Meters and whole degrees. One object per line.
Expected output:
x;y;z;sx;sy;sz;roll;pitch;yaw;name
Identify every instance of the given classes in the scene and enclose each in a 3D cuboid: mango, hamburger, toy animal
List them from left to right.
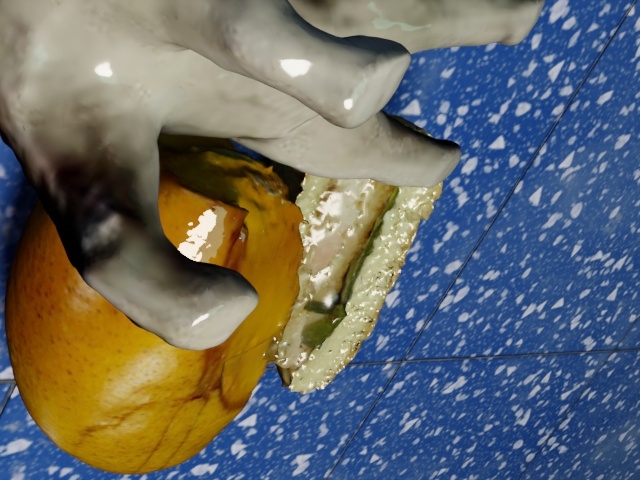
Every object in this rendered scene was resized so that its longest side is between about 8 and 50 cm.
-0.125;0.051;0.787;0.199;0.201;0.350;18;132;-6;mango
-0.064;-0.141;0.614;0.194;0.303;0.344;-59;167;28;toy animal
0.000;0.000;0.880;0.124;0.131;0.262;11;116;-26;hamburger
